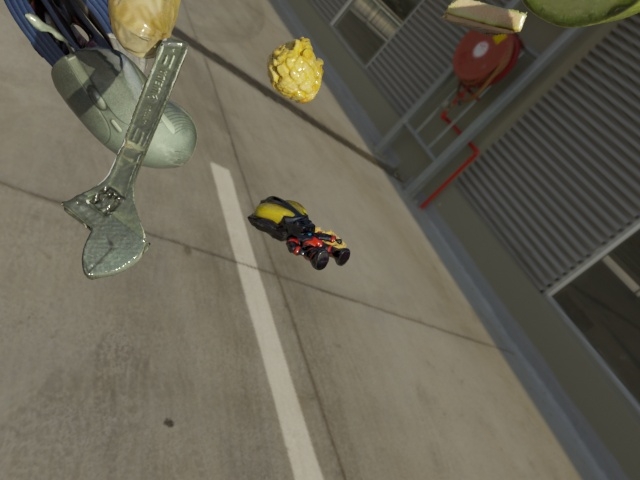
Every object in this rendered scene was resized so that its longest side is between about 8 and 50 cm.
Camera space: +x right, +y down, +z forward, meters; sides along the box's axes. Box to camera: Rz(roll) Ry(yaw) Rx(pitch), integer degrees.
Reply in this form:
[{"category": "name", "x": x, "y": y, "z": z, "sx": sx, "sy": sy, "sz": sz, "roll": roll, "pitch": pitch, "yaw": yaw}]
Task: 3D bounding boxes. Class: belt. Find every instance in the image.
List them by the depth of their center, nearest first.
[{"category": "belt", "x": -0.500, "y": -0.467, "z": 1.086, "sx": 0.347, "sy": 0.212, "sz": 0.117, "roll": 64, "pitch": 16, "yaw": -49}]

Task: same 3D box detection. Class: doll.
[{"category": "doll", "x": -0.050, "y": -0.024, "z": 1.035, "sx": 0.248, "sy": 0.088, "sz": 0.127, "roll": 38, "pitch": 6, "yaw": 42}]

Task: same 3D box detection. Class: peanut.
[{"category": "peanut", "x": -0.239, "y": -0.339, "z": 0.671, "sx": 0.099, "sy": 0.099, "sz": 0.214, "roll": -6, "pitch": 74, "yaw": -62}]

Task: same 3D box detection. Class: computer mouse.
[{"category": "computer mouse", "x": -0.363, "y": -0.235, "z": 0.917, "sx": 0.379, "sy": 0.167, "sz": 0.090, "roll": 48, "pitch": 29, "yaw": -49}]

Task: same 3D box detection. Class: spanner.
[{"category": "spanner", "x": -0.201, "y": -0.108, "z": 0.576, "sx": 0.093, "sy": 0.026, "sz": 0.325, "roll": 18, "pitch": 63, "yaw": -14}]

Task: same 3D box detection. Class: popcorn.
[{"category": "popcorn", "x": -0.064, "y": -0.459, "z": 1.408, "sx": 0.170, "sy": 0.180, "sz": 0.180, "roll": 4, "pitch": 37, "yaw": -17}]

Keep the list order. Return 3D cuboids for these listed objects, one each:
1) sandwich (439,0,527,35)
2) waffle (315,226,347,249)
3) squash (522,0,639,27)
[{"category": "sandwich", "x": 0.391, "y": -0.564, "z": 1.299, "sx": 0.162, "sy": 0.058, "sz": 0.193, "roll": 10, "pitch": 18, "yaw": -19}, {"category": "waffle", "x": 0.000, "y": 0.000, "z": 1.358, "sx": 0.092, "sy": 0.021, "sz": 0.135, "roll": 43, "pitch": 32, "yaw": 25}, {"category": "squash", "x": 0.329, "y": -0.386, "z": 0.606, "sx": 0.049, "sy": 0.252, "sz": 0.252, "roll": -20, "pitch": 59, "yaw": -24}]
